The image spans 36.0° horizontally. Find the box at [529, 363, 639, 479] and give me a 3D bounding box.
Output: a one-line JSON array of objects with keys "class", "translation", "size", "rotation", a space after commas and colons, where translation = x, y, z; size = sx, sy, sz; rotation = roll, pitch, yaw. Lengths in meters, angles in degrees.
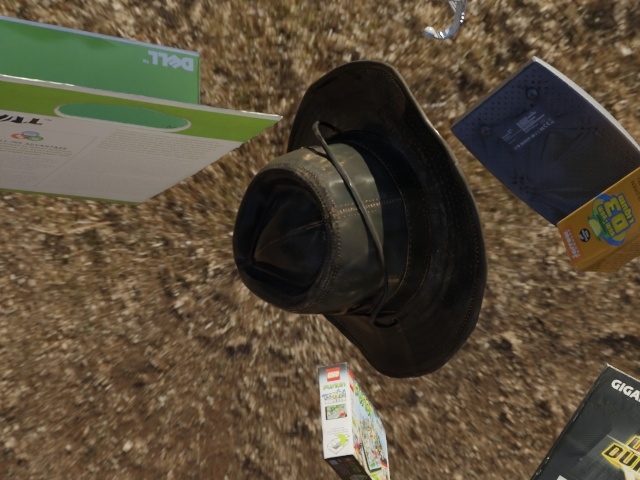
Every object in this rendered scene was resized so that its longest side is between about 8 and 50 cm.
[{"class": "box", "translation": [0.491, 0.363, 1.433], "size": [0.257, 0.322, 0.079], "rotation": [-55, 136, -5]}]

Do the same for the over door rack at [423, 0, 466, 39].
[{"class": "over door rack", "translation": [0.159, -0.491, 1.474], "size": [0.108, 0.324, 0.239], "rotation": [-14, 63, -18]}]

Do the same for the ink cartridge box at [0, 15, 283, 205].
[{"class": "ink cartridge box", "translation": [-0.164, -0.101, 0.674], "size": [0.189, 0.255, 0.096], "rotation": [5, 77, -31]}]

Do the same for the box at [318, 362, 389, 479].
[{"class": "box", "translation": [0.044, 0.241, 1.197], "size": [0.036, 0.207, 0.114], "rotation": [-11, 58, 12]}]

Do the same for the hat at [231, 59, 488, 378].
[{"class": "hat", "translation": [0.000, 0.000, 0.909], "size": [0.134, 0.331, 0.331], "rotation": [-17, 91, -28]}]

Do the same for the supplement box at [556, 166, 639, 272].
[{"class": "supplement box", "translation": [0.406, -0.041, 1.223], "size": [0.080, 0.233, 0.078], "rotation": [-2, 63, -35]}]

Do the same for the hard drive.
[{"class": "hard drive", "translation": [0.320, -0.125, 1.329], "size": [0.255, 0.054, 0.172], "rotation": [38, 128, -17]}]
